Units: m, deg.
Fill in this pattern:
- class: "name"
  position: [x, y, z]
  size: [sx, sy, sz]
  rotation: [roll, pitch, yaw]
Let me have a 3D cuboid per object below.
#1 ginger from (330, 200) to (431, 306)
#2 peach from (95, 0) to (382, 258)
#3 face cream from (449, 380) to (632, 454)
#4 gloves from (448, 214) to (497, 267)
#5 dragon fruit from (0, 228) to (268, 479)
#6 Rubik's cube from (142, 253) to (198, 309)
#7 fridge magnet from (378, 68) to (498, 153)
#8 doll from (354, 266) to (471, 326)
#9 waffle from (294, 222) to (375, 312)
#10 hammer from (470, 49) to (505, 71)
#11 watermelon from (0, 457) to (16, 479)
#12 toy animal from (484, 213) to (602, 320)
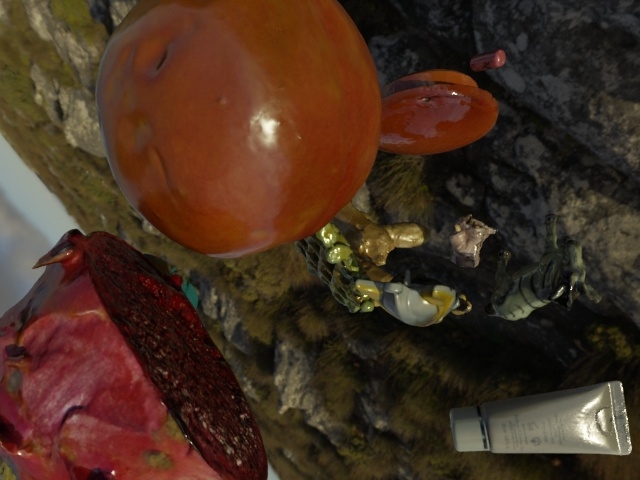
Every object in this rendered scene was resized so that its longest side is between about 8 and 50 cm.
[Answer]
- class: "ginger"
  position: [0.107, 0.005, 1.286]
  size: [0.347, 0.363, 0.122]
  rotation: [26, 143, 12]
- class: "peach"
  position: [-0.082, -0.138, 0.562]
  size: [0.342, 0.342, 0.302]
  rotation: [-8, 106, 66]
- class: "face cream"
  position: [0.409, 0.349, 0.864]
  size: [0.089, 0.314, 0.143]
  rotation: [-23, -77, -74]
- class: "gloves"
  position: [0.404, 0.001, 1.248]
  size: [0.110, 0.094, 0.144]
  rotation: [28, 111, 10]
- class: "dragon fruit"
  position: [-0.240, 0.185, 0.543]
  size: [0.386, 0.249, 0.371]
  rotation: [59, 171, -30]
- class: "Rubik's cube"
  position: [-0.315, 0.112, 0.881]
  size: [0.254, 0.254, 0.254]
  rotation: [42, 157, 23]
- class: "fridge magnet"
  position: [0.278, -0.324, 1.206]
  size: [0.363, 0.363, 0.155]
  rotation: [153, 117, -68]
- class: "doll"
  position: [0.189, 0.107, 0.858]
  size: [0.145, 0.103, 0.316]
  rotation: [31, -172, 33]
- class: "waffle"
  position: [0.000, 0.000, 0.932]
  size: [0.317, 0.073, 0.297]
  rotation: [64, 168, -21]
- class: "hammer"
  position: [0.386, -0.414, 1.050]
  size: [0.083, 0.043, 0.043]
  rotation: [13, 137, 58]
- class: "watermelon"
  position: [-0.527, 0.367, 0.927]
  size: [0.330, 0.331, 0.189]
  rotation: [36, -163, 35]
- class: "toy animal"
  position: [0.293, 0.058, 0.621]
  size: [0.073, 0.176, 0.217]
  rotation: [33, 138, 2]
